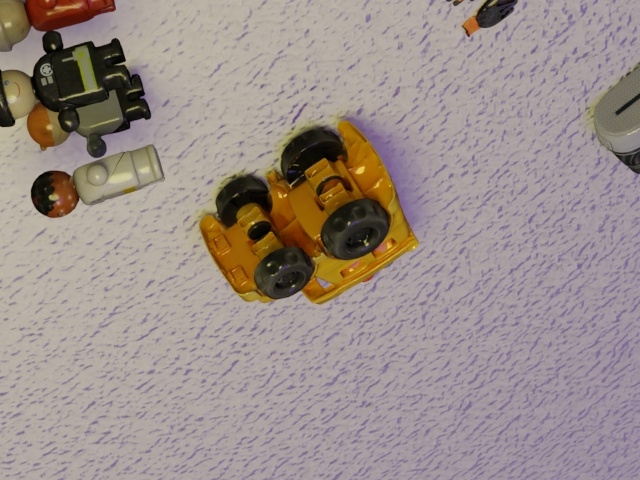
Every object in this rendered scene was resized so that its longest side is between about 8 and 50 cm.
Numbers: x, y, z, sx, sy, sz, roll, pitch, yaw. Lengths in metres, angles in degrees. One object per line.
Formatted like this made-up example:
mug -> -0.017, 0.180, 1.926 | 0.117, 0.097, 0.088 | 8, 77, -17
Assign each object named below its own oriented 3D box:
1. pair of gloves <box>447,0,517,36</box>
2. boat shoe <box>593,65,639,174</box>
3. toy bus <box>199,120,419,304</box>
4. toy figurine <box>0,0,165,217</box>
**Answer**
pair of gloves -> 0.185, -0.275, 2.053 | 0.074, 0.010, 0.083 | -35, 131, 1
boat shoe -> 0.489, -0.203, 2.193 | 0.335, 0.121, 0.119 | -31, 139, 13
toy bus -> 0.000, 0.000, 2.096 | 0.220, 0.149, 0.211 | -33, 146, 3
toy figurine -> -0.256, -0.142, 1.817 | 0.148, 0.213, 0.209 | -16, 132, -2
